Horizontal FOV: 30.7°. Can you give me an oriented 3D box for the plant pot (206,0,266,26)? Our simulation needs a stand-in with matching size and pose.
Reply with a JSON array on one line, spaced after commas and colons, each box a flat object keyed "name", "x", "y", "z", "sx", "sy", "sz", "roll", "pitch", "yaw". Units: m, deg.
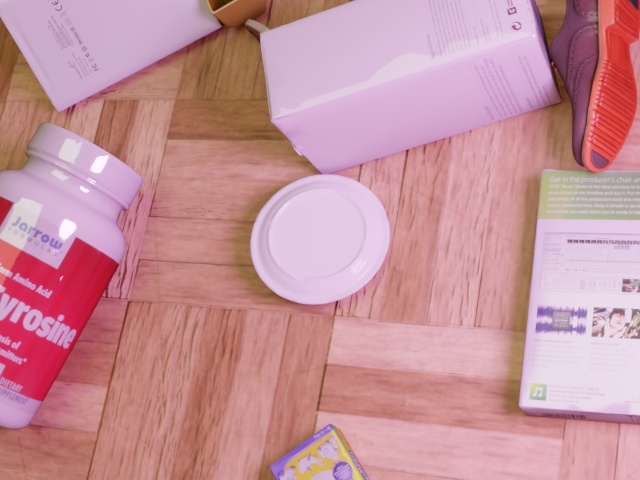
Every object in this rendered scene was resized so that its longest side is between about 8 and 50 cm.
[{"name": "plant pot", "x": -0.130, "y": -0.381, "z": 1.823, "sx": 0.081, "sy": 0.083, "sz": 0.081, "roll": -27, "pitch": 63, "yaw": 10}]

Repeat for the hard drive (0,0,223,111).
[{"name": "hard drive", "x": -0.337, "y": -0.362, "z": 1.856, "sx": 0.307, "sy": 0.040, "sz": 0.203, "roll": -25, "pitch": 106, "yaw": 11}]

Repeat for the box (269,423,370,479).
[{"name": "box", "x": 0.021, "y": 0.340, "z": 1.504, "sx": 0.105, "sy": 0.043, "sz": 0.179, "roll": -37, "pitch": 63, "yaw": 6}]

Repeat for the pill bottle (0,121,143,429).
[{"name": "pill bottle", "x": -0.429, "y": 0.047, "z": 1.695, "sx": 0.229, "sy": 0.229, "sz": 0.408, "roll": 23, "pitch": 80, "yaw": 28}]

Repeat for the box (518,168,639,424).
[{"name": "box", "x": 0.380, "y": 0.066, "z": 1.457, "sx": 0.232, "sy": 0.058, "sz": 0.322, "roll": 2, "pitch": 72, "yaw": 23}]

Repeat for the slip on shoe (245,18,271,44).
[{"name": "slip on shoe", "x": -0.071, "y": -0.295, "z": 1.788, "sx": 0.135, "sy": 0.051, "sz": 0.041, "roll": 36, "pitch": 98, "yaw": 23}]

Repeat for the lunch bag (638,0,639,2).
[{"name": "lunch bag", "x": 0.433, "y": -0.341, "z": 1.586, "sx": 0.098, "sy": 0.067, "sz": 0.065, "roll": 16, "pitch": 77, "yaw": 27}]

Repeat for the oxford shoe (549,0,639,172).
[{"name": "oxford shoe", "x": 0.352, "y": -0.215, "z": 1.527, "sx": 0.098, "sy": 0.097, "sz": 0.271, "roll": -3, "pitch": 69, "yaw": 42}]

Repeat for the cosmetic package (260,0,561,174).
[{"name": "cosmetic package", "x": 0.124, "y": -0.236, "z": 1.600, "sx": 0.365, "sy": 0.197, "sz": 0.155, "roll": -15, "pitch": 65, "yaw": 15}]

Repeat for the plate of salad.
[{"name": "plate of salad", "x": 0.000, "y": 0.000, "z": 1.642, "sx": 0.199, "sy": 0.048, "sz": 0.200, "roll": -4, "pitch": 65, "yaw": 10}]
